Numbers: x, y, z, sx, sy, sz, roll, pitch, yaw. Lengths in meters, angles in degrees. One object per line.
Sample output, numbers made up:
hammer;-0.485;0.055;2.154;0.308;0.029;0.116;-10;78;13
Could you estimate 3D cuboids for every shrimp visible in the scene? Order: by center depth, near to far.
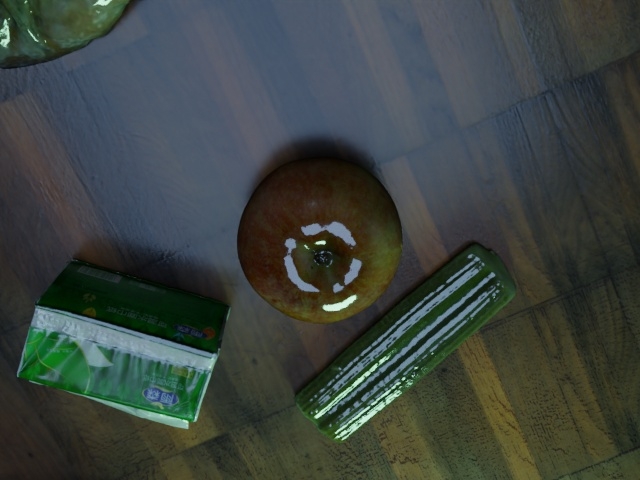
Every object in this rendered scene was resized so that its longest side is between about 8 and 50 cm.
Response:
shrimp;-0.399;-0.251;0.879;0.446;0.110;0.221;-21;141;12

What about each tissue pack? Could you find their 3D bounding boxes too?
tissue pack;-0.233;0.138;0.978;0.209;0.148;0.156;17;105;-7

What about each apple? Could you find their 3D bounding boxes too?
apple;0.000;0.000;0.928;0.188;0.174;0.188;-1;105;-3

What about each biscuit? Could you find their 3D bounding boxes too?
biscuit;0.109;0.135;1.041;0.322;0.038;0.099;-42;100;11
